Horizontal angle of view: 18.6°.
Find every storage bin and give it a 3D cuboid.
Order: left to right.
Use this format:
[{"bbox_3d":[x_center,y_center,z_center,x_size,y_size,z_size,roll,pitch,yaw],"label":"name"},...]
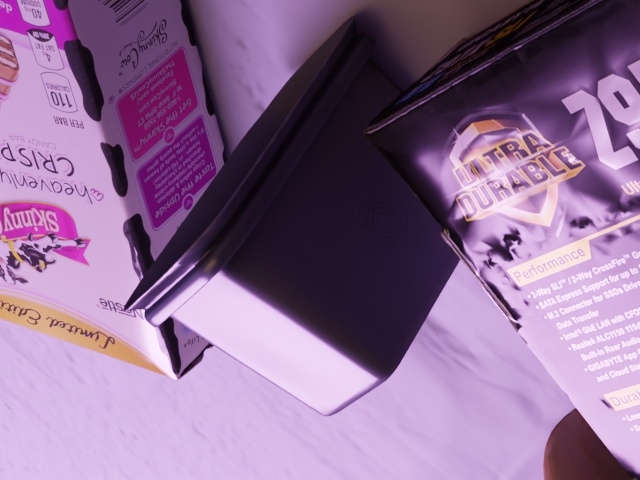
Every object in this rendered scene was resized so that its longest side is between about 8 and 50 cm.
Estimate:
[{"bbox_3d":[0.000,0.000,0.755,0.091,0.135,0.098,39,145,-8],"label":"storage bin"}]

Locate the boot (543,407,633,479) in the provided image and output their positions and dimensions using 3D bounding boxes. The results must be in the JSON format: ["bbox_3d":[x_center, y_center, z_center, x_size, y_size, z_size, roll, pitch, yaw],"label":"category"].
[{"bbox_3d":[0.147,0.206,0.825,0.295,0.104,0.211,46,144,-8],"label":"boot"}]

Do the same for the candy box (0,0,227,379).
[{"bbox_3d":[-0.128,-0.063,0.864,0.159,0.071,0.233,15,135,35],"label":"candy box"}]

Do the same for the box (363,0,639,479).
[{"bbox_3d":[0.195,-0.001,0.598,0.257,0.079,0.322,53,144,-7],"label":"box"}]
